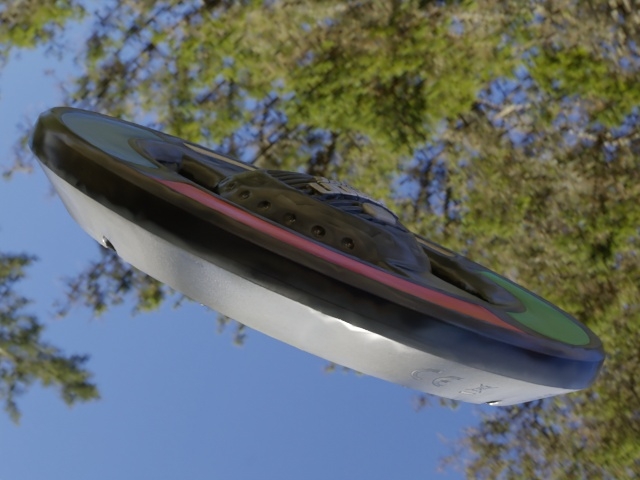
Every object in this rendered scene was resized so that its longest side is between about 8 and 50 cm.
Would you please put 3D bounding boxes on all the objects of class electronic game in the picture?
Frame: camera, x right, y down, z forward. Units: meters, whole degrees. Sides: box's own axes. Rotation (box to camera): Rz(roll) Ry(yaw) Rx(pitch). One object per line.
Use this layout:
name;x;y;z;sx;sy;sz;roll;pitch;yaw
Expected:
electronic game;0.000;0.000;0.421;0.229;0.229;0.048;30;-81;45
